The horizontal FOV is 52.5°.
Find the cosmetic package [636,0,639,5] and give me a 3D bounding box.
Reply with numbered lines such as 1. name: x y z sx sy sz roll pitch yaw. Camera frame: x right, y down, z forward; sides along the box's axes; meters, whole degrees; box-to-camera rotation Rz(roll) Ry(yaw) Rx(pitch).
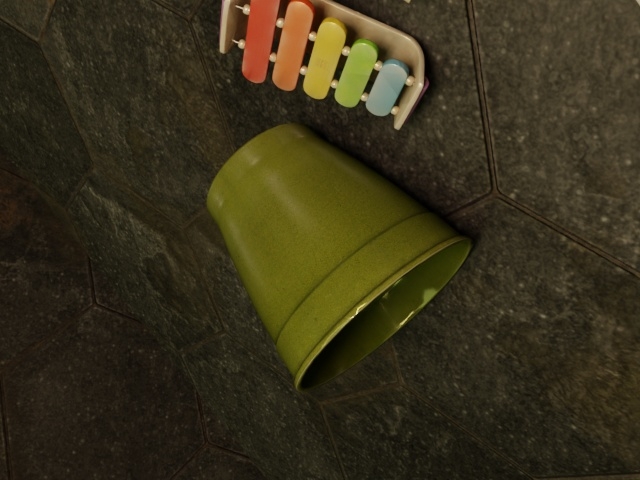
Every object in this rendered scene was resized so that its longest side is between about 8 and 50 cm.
1. cosmetic package: 0.311 -0.361 0.655 0.231 0.117 0.085 54 142 -4

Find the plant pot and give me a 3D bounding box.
1. plant pot: 0.000 0.000 1.101 0.353 0.366 0.366 49 143 19

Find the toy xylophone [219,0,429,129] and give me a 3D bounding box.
1. toy xylophone: 0.010 -0.295 0.937 0.323 0.081 0.236 19 152 6
